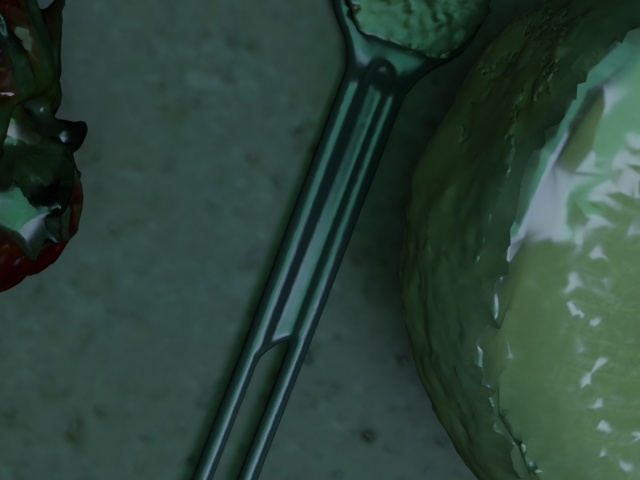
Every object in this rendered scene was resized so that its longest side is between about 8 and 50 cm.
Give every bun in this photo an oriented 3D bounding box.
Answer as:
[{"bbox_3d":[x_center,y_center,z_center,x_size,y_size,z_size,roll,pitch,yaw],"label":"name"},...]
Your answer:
[{"bbox_3d":[0.151,0.006,0.749,0.259,0.152,0.259,-4,111,-10],"label":"bun"}]

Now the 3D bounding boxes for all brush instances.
[{"bbox_3d":[0.000,0.000,0.790,0.062,0.027,0.266,20,95,-9],"label":"brush"}]

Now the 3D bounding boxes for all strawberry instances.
[{"bbox_3d":[-0.157,-0.035,0.730,0.131,0.148,0.131,2,88,-49],"label":"strawberry"}]
